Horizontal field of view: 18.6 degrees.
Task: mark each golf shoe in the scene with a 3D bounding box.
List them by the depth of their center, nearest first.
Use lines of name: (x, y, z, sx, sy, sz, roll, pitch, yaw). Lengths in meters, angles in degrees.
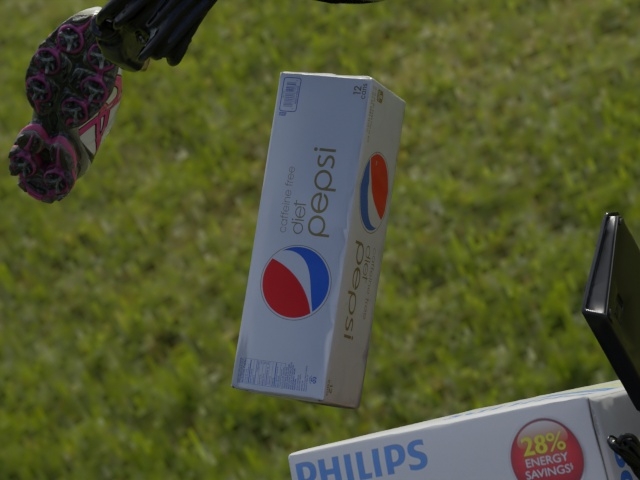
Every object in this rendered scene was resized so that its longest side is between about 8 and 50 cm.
golf shoe: (-0.187, -0.116, 1.506, 0.086, 0.067, 0.186, -56, -3, -46)

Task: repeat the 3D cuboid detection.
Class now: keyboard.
keyboard: (0.287, 0.140, 1.702, 0.033, 0.317, 0.201, -8, 49, 26)

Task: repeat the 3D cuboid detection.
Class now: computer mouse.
computer mouse: (-0.006, -0.124, 0.917, 0.184, 0.060, 0.262, -35, -1, 9)

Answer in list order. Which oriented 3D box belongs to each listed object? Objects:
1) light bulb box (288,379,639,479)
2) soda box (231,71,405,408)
light bulb box: (0.225, 0.269, 1.964, 0.358, 0.225, 0.361, -16, -6, 35)
soda box: (0.000, 0.000, 1.308, 0.069, 0.074, 0.216, 7, 84, 22)
